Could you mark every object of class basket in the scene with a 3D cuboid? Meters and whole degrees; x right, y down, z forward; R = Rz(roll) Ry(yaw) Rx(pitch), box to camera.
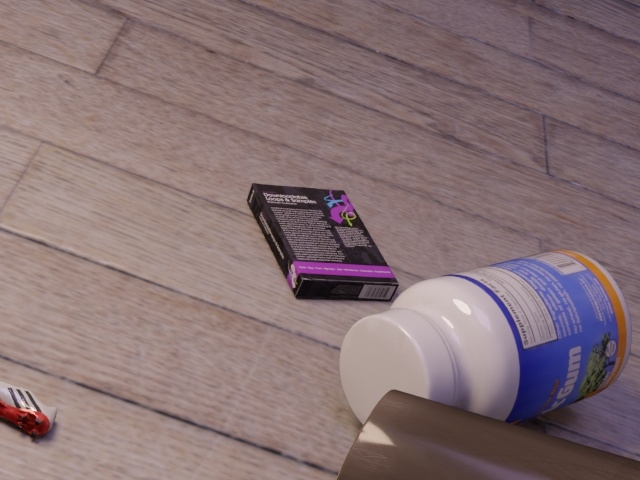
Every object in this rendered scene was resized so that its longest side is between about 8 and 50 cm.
[{"bbox_3d":[0.131,0.221,1.039,0.227,0.154,0.204,26,76,15],"label":"basket"}]

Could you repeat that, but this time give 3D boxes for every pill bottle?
[{"bbox_3d":[0.152,0.101,1.230,0.272,0.152,0.152,-12,46,-41],"label":"pill bottle"}]

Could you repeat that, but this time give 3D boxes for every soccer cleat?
[{"bbox_3d":[-0.250,0.127,1.060,0.083,0.029,0.035,28,24,2],"label":"soccer cleat"}]

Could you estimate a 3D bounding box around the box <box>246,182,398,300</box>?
[{"bbox_3d":[0.000,0.000,1.396,0.116,0.029,0.162,4,38,-29],"label":"box"}]
